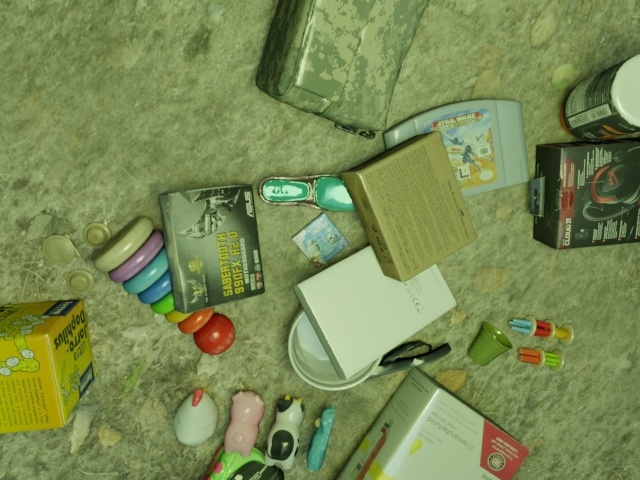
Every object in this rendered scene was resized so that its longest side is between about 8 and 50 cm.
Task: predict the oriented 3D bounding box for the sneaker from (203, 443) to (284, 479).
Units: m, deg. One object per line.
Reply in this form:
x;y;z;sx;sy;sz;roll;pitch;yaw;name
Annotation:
-0.222;0.704;1.189;0.202;0.185;0.483;22;102;-2;sneaker

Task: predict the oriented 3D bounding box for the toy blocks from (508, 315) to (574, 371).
0.505;0.241;1.221;0.147;0.054;0.123;12;102;-9;toy blocks

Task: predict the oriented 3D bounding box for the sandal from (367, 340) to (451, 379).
0.175;0.268;1.179;0.254;0.097;0.055;-14;78;-3;sandal

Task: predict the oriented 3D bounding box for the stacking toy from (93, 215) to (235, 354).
-0.296;0.110;1.073;0.141;0.141;0.330;-39;112;4;stacking toy

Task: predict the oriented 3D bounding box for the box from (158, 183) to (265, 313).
-0.211;0.011;1.029;0.182;0.056;0.231;-11;99;-39;box

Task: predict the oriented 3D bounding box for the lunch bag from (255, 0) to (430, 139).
0.051;-0.360;0.946;0.255;0.212;0.306;13;106;-26;lunch bag

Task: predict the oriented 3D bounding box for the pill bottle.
0.559;-0.262;0.999;0.130;0.246;0.131;0;93;0;pill bottle

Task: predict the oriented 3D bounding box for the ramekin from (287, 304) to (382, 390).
0.027;0.208;1.129;0.206;0.109;0.208;-1;99;-8;ramekin

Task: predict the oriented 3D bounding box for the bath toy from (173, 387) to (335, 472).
-0.148;0.397;1.150;0.347;0.151;0.129;10;116;-1;bath toy

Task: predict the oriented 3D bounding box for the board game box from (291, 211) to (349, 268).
0.000;0.000;1.126;0.090;0.020;0.090;-39;103;5;board game box

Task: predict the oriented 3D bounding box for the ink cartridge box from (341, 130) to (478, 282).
0.176;-0.067;1.017;0.193;0.088;0.235;-28;104;-17;ink cartridge box

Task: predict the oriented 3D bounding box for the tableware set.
-0.487;0.037;1.085;0.168;0.020;0.141;-21;106;-2;tableware set

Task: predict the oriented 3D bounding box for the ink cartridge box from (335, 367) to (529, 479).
0.234;0.535;1.173;0.279;0.160;0.385;35;87;-11;ink cartridge box

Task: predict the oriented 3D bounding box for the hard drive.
0.120;0.115;1.063;0.307;0.040;0.203;-27;88;-26;hard drive

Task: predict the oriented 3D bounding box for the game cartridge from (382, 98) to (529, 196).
0.287;-0.189;1.094;0.296;0.062;0.198;-14;109;-2;game cartridge

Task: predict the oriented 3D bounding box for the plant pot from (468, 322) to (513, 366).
0.387;0.248;1.204;0.083;0.083;0.079;31;110;-12;plant pot

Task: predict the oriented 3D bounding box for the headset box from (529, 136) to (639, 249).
0.594;-0.104;1.116;0.292;0.110;0.218;-6;104;-5;headset box

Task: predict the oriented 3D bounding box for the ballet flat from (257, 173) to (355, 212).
-0.018;-0.100;1.069;0.221;0.079;0.077;2;97;-6;ballet flat

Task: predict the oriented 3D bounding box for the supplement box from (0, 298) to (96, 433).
-0.669;0.250;1.028;0.355;0.194;0.196;-4;104;-5;supplement box
